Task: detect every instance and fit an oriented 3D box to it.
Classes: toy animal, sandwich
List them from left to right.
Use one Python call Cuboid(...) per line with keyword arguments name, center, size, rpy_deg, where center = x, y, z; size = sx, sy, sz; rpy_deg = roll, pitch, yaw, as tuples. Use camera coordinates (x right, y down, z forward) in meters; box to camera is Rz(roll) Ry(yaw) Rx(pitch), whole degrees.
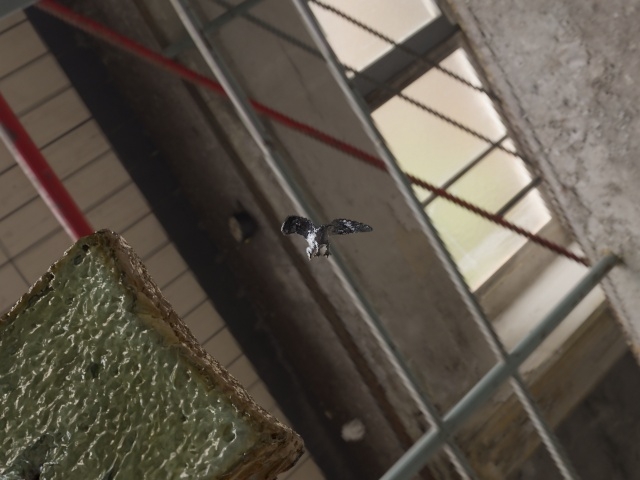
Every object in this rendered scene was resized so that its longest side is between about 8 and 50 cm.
Cuboid(name="sandwich", center=(-0.192, 0.162, 0.802), size=(0.273, 0.249, 0.095), rpy_deg=(45, 177, 26))
Cuboid(name="toy animal", center=(0.000, 0.000, 0.778), size=(0.028, 0.084, 0.050), rpy_deg=(59, 136, 50))
